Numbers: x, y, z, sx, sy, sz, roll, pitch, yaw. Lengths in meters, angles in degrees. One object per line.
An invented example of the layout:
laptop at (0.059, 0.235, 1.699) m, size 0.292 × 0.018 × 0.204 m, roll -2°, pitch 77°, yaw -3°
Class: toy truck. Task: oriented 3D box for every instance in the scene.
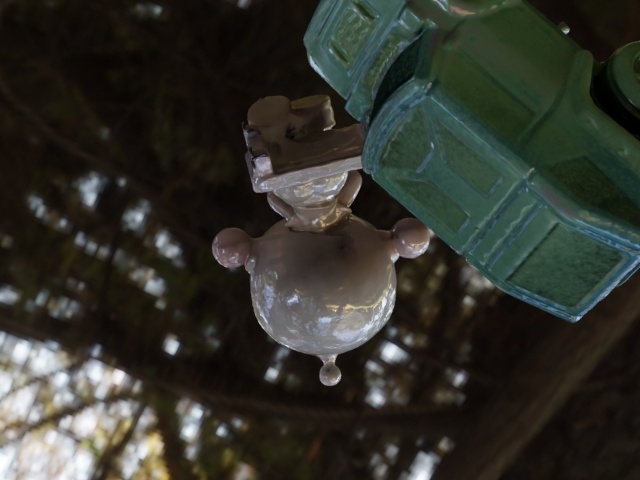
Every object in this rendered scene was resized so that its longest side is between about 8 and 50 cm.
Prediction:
toy truck at (0.118, -0.088, 1.067) m, size 0.279 × 0.155 × 0.156 m, roll 41°, pitch -126°, yaw 5°

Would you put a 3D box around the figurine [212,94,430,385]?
figurine at (0.007, 0.002, 1.487) m, size 0.182 × 0.256 × 0.144 m, roll -20°, pitch -152°, yaw -22°
